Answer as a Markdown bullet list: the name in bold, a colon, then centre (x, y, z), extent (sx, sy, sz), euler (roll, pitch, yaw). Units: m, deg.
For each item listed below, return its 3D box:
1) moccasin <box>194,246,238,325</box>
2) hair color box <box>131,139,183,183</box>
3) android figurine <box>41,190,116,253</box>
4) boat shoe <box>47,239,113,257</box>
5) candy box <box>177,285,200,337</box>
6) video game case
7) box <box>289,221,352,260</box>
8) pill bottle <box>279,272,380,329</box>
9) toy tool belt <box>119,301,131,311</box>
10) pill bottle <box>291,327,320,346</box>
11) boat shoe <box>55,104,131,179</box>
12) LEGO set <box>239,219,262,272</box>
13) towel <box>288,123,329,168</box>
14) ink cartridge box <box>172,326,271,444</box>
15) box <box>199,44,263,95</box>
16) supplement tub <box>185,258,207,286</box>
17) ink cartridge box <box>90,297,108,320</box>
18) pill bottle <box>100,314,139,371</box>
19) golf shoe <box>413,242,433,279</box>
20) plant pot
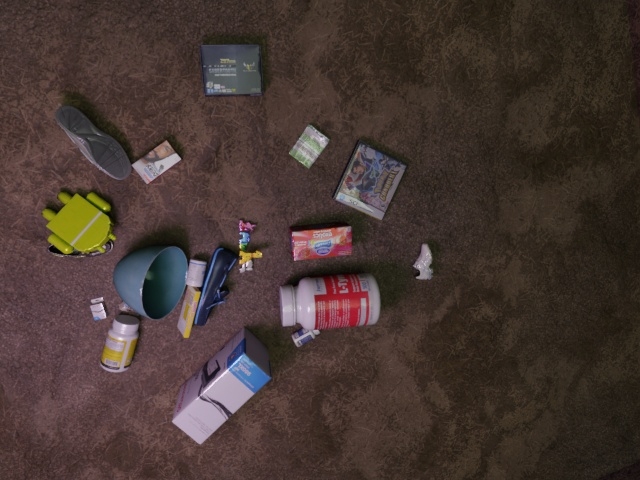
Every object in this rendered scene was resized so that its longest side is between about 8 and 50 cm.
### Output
- **moccasin**: centre (-0.431, 0.203, 1.805), extent (0.116, 0.138, 0.342), euler (18, 99, -18)
- **hair color box**: centre (-0.640, -0.308, 1.702), extent (0.167, 0.053, 0.093), euler (-37, 105, -3)
- **android figurine**: centre (-0.916, -0.063, 1.660), extent (0.272, 0.056, 0.248), euler (35, 76, -1)
- **boat shoe**: centre (-0.945, 0.031, 1.706), extent (0.227, 0.069, 0.081), euler (-2, 101, -10)
- **candy box**: centre (-0.553, 0.291, 1.815), extent (0.027, 0.105, 0.206), euler (11, 100, -34)
- **video game case**: centre (0.215, -0.258, 1.882), extent (0.248, 0.035, 0.275), euler (23, 97, -14)
- **box**: centre (0.000, 0.000, 1.849), extent (0.256, 0.122, 0.128), euler (-5, 103, -10)
- **pill bottle**: centre (0.034, 0.263, 1.855), extent (0.407, 0.229, 0.229), euler (-3, 102, -10)
- **toy tool belt**: centre (-0.791, 0.264, 1.799), extent (0.083, 0.052, 0.051), euler (-39, 137, 2)
- **pill bottle**: centre (-0.065, 0.425, 1.953), extent (0.120, 0.067, 0.067), euler (-28, 105, -4)
- **boat shoe**: centre (-0.853, -0.363, 1.637), extent (0.320, 0.103, 0.118), euler (46, 71, -21)
- **LEGO set**: centre (-0.293, 0.031, 1.820), extent (0.093, 0.087, 0.227), euler (0, 103, -10)
- **towel**: centre (-0.046, -0.393, 1.812), extent (0.113, 0.023, 0.152), euler (35, 93, -14)
- **ink cartridge box**: centre (-0.406, 0.594, 1.811), extent (0.395, 0.285, 0.166), euler (-44, 104, 0)
- **box**: centre (-0.342, -0.659, 1.682), extent (0.232, 0.059, 0.184), euler (-4, 101, -10)
- **supplement tub**: centre (-0.516, 0.133, 1.800), extent (0.070, 0.071, 0.107), euler (11, 91, -13)
- **ink cartridge box**: centre (-0.915, 0.282, 1.784), extent (0.048, 0.028, 0.083), euler (-13, 103, -8)
- **pill bottle**: centre (-0.822, 0.422, 1.784), extent (0.119, 0.119, 0.209), euler (17, 98, -13)
- **golf shoe**: centre (0.468, 0.099, 1.989), extent (0.085, 0.069, 0.176), euler (-7, 102, -3)
- **plant pot**: centre (-0.686, 0.145, 1.693), extent (0.195, 0.290, 0.291), euler (12, 100, 14)
